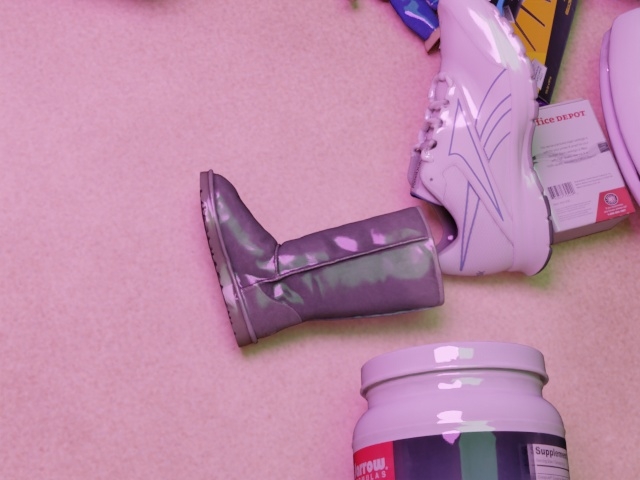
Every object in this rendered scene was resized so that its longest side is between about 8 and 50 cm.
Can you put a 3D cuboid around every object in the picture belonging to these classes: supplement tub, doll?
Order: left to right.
[{"bbox_3d":[0.074,-0.293,1.291,0.129,0.046,0.189,-40,84,-23],"label":"doll"},{"bbox_3d":[0.125,0.239,1.033,0.191,0.191,0.272,1,71,-13],"label":"supplement tub"}]

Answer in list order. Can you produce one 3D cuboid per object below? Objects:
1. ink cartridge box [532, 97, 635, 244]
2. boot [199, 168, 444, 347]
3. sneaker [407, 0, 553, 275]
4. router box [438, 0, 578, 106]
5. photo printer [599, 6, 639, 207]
[{"bbox_3d":[0.255,-0.071,1.247,0.099,0.056,0.135,-14,74,-18],"label":"ink cartridge box"},{"bbox_3d":[0.000,-0.001,1.138,0.209,0.076,0.189,-17,89,-2],"label":"boot"},{"bbox_3d":[0.147,-0.099,1.166,0.129,0.111,0.297,-11,98,-7],"label":"sneaker"},{"bbox_3d":[0.210,-0.249,1.281,0.133,0.046,0.178,31,65,-28],"label":"router box"},{"bbox_3d":[0.454,-0.131,1.278,0.308,0.107,0.256,1,63,-14],"label":"photo printer"}]
